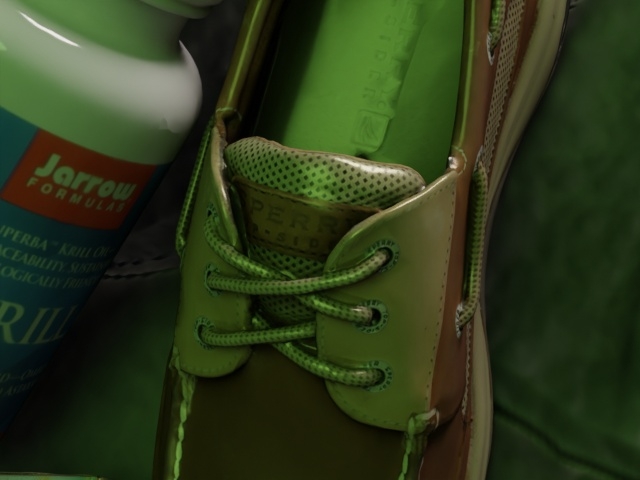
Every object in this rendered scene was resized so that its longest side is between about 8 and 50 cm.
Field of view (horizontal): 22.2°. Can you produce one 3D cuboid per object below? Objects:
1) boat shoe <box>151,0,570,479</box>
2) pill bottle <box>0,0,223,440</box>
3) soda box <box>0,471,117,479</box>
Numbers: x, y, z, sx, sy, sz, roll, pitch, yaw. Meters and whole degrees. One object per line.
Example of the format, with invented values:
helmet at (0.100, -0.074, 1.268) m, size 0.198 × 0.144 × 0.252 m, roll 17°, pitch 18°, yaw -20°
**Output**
boat shoe at (0.000, 0.000, 0.548) m, size 0.123 × 0.120 × 0.324 m, roll 8°, pitch 79°, yaw 18°
pill bottle at (-0.118, -0.035, 0.563) m, size 0.124 × 0.124 × 0.221 m, roll 40°, pitch 108°, yaw 21°
soda box at (-0.096, 0.174, 0.565) m, size 0.058 × 0.063 × 0.183 m, roll -1°, pitch 77°, yaw 15°
